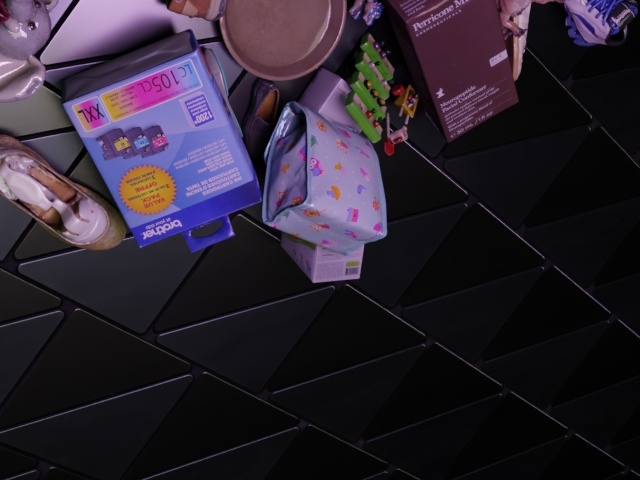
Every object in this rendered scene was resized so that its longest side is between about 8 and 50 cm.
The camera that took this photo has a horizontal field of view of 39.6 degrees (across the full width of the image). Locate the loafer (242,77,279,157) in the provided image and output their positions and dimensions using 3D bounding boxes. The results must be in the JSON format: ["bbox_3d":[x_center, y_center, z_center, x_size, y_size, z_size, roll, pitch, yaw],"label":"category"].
[{"bbox_3d":[-0.122,-0.250,1.851,0.062,0.061,0.170,-3,114,-27],"label":"loafer"}]

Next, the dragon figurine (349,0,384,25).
[{"bbox_3d":[0.097,-0.584,1.780,0.144,0.085,0.289,13,93,-53],"label":"dragon figurine"}]

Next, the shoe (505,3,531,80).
[{"bbox_3d":[0.451,-0.469,2.035,0.058,0.076,0.219,-10,115,-17],"label":"shoe"}]

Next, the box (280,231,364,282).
[{"bbox_3d":[0.000,0.000,1.943,0.114,0.203,0.103,-4,115,-23],"label":"box"}]

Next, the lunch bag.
[{"bbox_3d":[0.009,-0.132,1.773,0.223,0.262,0.160,21,147,-36],"label":"lunch bag"}]

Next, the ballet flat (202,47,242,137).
[{"bbox_3d":[-0.214,-0.278,1.784,0.068,0.072,0.213,-29,124,-20],"label":"ballet flat"}]

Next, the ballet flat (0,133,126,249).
[{"bbox_3d":[-0.509,-0.071,1.705,0.123,0.123,0.348,-48,125,0],"label":"ballet flat"}]

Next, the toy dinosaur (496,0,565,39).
[{"bbox_3d":[0.377,-0.535,1.863,0.200,0.295,0.127,45,80,-20],"label":"toy dinosaur"}]

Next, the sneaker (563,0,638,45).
[{"bbox_3d":[0.624,-0.558,2.019,0.127,0.182,0.315,-46,125,-3],"label":"sneaker"}]

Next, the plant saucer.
[{"bbox_3d":[-0.078,-0.462,1.791,0.277,0.041,0.278,-12,117,-23],"label":"plant saucer"}]

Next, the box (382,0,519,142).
[{"bbox_3d":[0.278,-0.403,1.860,0.191,0.143,0.381,-30,140,2],"label":"box"}]

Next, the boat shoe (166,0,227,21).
[{"bbox_3d":[-0.227,-0.565,1.621,0.119,0.122,0.324,-3,113,-22],"label":"boat shoe"}]

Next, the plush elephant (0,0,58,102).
[{"bbox_3d":[-0.549,-0.380,1.444,0.255,0.272,0.330,1,157,-23],"label":"plush elephant"}]

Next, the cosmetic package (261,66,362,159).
[{"bbox_3d":[-0.003,-0.232,1.896,0.127,0.107,0.238,29,101,-37],"label":"cosmetic package"}]

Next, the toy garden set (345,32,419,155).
[{"bbox_3d":[0.143,-0.297,1.874,0.049,0.244,0.204,-18,131,31],"label":"toy garden set"}]

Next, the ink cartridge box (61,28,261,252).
[{"bbox_3d":[-0.286,-0.168,1.720,0.270,0.151,0.395,-21,124,2],"label":"ink cartridge box"}]
